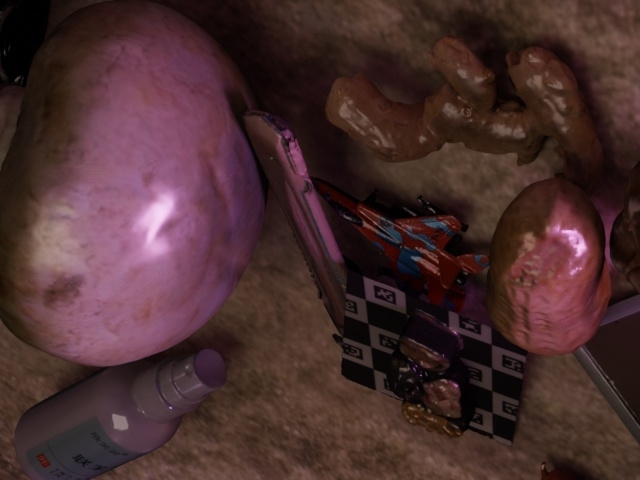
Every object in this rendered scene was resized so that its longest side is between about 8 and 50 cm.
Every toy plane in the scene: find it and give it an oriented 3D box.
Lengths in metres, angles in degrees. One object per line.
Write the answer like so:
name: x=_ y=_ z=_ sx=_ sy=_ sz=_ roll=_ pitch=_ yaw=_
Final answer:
toy plane: x=0.071 y=-0.010 z=1.793 sx=0.189 sy=0.061 sz=0.130 roll=40 pitch=139 yaw=12

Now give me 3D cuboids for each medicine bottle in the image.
medicine bottle: x=-0.220 y=0.193 z=2.151 sx=0.110 sy=0.110 sz=0.352 roll=52 pitch=138 yaw=-9

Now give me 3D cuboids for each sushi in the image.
sushi: x=-0.355 y=-0.235 z=1.882 sx=0.150 sy=0.153 sz=0.172 roll=18 pitch=156 yaw=0
sushi: x=0.096 y=0.136 z=1.838 sx=0.192 sy=0.050 sz=0.215 roll=22 pitch=150 yaw=14

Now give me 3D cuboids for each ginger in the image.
ginger: x=0.126 y=-0.120 z=1.649 sx=0.259 sy=0.065 sz=0.149 roll=16 pitch=128 yaw=17

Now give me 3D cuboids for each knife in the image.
knife: x=0.003 y=-0.005 z=1.802 sx=0.089 sy=0.043 sz=0.365 roll=21 pitch=152 yaw=32

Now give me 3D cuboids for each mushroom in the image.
mushroom: x=-0.193 y=-0.050 z=1.764 sx=0.260 sy=0.352 sz=0.352 roll=12 pitch=131 yaw=15

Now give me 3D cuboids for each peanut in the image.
peanut: x=0.198 y=0.020 z=1.644 sx=0.110 sy=0.120 sz=0.236 roll=45 pitch=164 yaw=25

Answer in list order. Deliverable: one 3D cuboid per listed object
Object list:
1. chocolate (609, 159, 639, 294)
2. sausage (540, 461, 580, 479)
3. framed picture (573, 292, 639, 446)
chocolate: x=0.303 y=-0.004 z=1.524 sx=0.214 sy=0.093 sz=0.148 roll=96 pitch=149 yaw=-59
sausage: x=0.276 y=0.286 z=1.866 sx=0.169 sy=0.065 sz=0.065 roll=34 pitch=138 yaw=9
framed picture: x=0.376 y=0.121 z=1.685 sx=0.293 sy=0.018 sz=0.231 roll=-26 pitch=104 yaw=47
